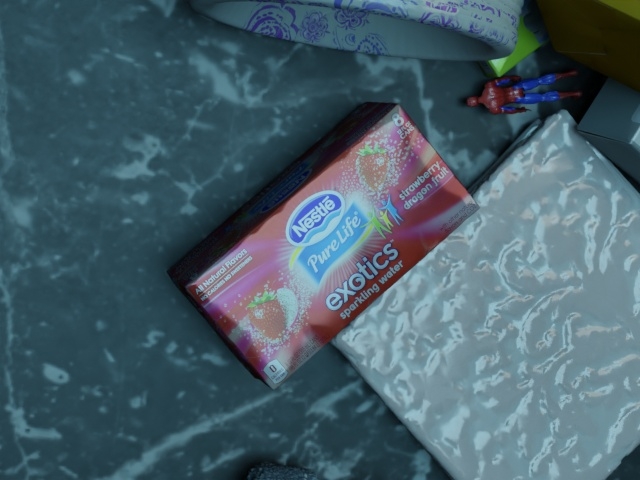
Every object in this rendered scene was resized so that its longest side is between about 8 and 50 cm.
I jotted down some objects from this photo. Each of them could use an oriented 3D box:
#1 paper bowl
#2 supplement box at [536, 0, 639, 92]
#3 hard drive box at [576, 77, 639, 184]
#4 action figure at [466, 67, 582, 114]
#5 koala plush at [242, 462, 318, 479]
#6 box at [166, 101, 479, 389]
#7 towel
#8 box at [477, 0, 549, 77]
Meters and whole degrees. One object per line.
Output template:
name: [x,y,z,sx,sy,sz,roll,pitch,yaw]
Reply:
paper bowl: [0.036,-0.247,1.277,0.284,0.284,0.148,8,89,-15]
supplement box: [0.292,-0.252,1.290,0.129,0.191,0.194,30,85,21]
hard drive box: [0.389,-0.113,1.453,0.232,0.089,0.181,34,87,-29]
action figure: [0.195,-0.143,1.459,0.115,0.030,0.038,-10,94,-17]
koala plush: [0.048,0.322,1.399,0.221,0.196,0.203,-4,108,-14]
box: [0.000,0.000,1.376,0.257,0.122,0.128,-41,103,-7]
towel: [0.216,0.091,1.477,0.332,0.053,0.317,-44,103,-7]
box: [0.206,-0.251,1.444,0.178,0.042,0.109,-38,104,-7]
